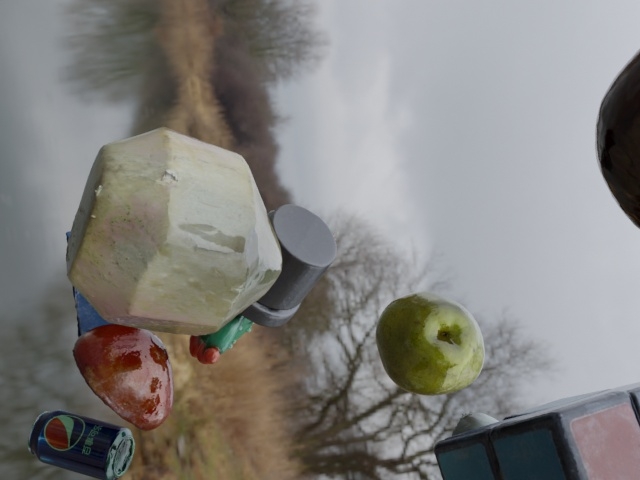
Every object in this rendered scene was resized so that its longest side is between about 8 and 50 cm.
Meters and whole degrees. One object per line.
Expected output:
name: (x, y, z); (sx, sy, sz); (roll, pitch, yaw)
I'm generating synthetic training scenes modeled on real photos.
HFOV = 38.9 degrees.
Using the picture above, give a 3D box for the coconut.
coconut: (-0.219, -0.008, 1.445); (0.352, 0.353, 0.352); (172, -90, -86)

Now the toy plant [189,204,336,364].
toy plant: (-0.140, 0.092, 1.825); (0.400, 0.185, 0.279); (-45, -131, 37)

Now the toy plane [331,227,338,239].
toy plane: (0.000, 0.000, 2.047); (0.121, 0.031, 0.049); (-10, 118, -52)

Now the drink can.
drink can: (-0.500, 0.428, 1.901); (0.118, 0.205, 0.118); (10, 90, -75)

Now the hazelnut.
hazelnut: (0.389, -0.117, 0.943); (0.217, 0.217, 0.251); (-102, -168, -51)

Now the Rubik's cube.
Rubik's cube: (0.409, 0.398, 1.376); (0.318, 0.313, 0.316); (-36, -113, 55)

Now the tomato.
tomato: (-0.359, 0.249, 1.770); (0.233, 0.139, 0.200); (45, 7, -26)

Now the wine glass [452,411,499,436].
wine glass: (0.334, 0.416, 1.668); (0.241, 0.126, 0.126); (-137, -142, -66)

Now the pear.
pear: (0.279, 0.269, 2.332); (0.294, 0.294, 0.294); (172, -90, -86)

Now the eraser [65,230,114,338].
eraser: (-0.445, 0.117, 1.906); (0.042, 0.144, 0.311); (-138, -137, -57)
